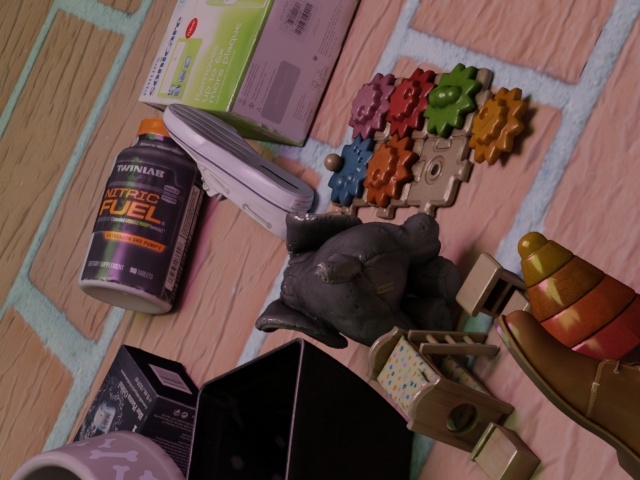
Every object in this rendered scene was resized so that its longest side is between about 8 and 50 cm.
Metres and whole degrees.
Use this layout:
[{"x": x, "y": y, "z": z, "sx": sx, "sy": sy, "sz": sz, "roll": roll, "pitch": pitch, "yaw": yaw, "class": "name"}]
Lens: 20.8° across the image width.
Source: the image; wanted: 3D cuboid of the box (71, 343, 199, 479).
[{"x": -0.218, "y": 0.236, "z": 2.130, "sx": 0.158, "sy": 0.093, "sz": 0.156, "roll": -63, "pitch": 29, "yaw": 9, "class": "box"}]

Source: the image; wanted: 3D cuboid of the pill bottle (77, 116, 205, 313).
[{"x": -0.227, "y": -0.036, "z": 2.299, "sx": 0.130, "sy": 0.130, "sz": 0.246, "roll": -11, "pitch": 61, "yaw": 56, "class": "pill bottle"}]

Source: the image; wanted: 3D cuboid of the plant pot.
[{"x": -0.016, "y": 0.231, "z": 1.725, "sx": 0.188, "sy": 0.167, "sz": 0.187, "roll": -28, "pitch": 47, "yaw": 47, "class": "plant pot"}]

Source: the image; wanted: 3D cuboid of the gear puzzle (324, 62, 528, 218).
[{"x": 0.108, "y": -0.112, "z": 1.888, "sx": 0.339, "sy": 0.044, "sz": 0.176, "roll": 2, "pitch": 71, "yaw": 59, "class": "gear puzzle"}]

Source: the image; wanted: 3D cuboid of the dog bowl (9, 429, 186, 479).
[{"x": -0.264, "y": 0.391, "z": 1.978, "sx": 0.348, "sy": 0.102, "sz": 0.349, "roll": -2, "pitch": 87, "yaw": 49, "class": "dog bowl"}]

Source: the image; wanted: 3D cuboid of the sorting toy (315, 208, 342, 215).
[{"x": 0.000, "y": 0.000, "z": 2.012, "sx": 0.083, "sy": 0.012, "sz": 0.062, "roll": -13, "pitch": 73, "yaw": 54, "class": "sorting toy"}]

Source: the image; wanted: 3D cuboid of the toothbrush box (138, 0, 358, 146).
[{"x": -0.097, "y": -0.244, "z": 2.243, "sx": 0.283, "sy": 0.122, "sz": 0.206, "roll": 15, "pitch": 82, "yaw": 62, "class": "toothbrush box"}]

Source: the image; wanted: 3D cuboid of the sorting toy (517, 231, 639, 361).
[{"x": 0.283, "y": -0.004, "z": 1.396, "sx": 0.365, "sy": 0.126, "sz": 0.127, "roll": -35, "pitch": 2, "yaw": 44, "class": "sorting toy"}]

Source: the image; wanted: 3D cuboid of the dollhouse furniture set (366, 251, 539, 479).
[{"x": 0.145, "y": 0.111, "z": 1.610, "sx": 0.161, "sy": 0.101, "sz": 0.182, "roll": -61, "pitch": 30, "yaw": 11, "class": "dollhouse furniture set"}]

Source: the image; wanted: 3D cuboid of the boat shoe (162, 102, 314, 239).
[{"x": -0.113, "y": -0.081, "z": 2.103, "sx": 0.226, "sy": 0.083, "sz": 0.076, "roll": 37, "pitch": 115, "yaw": 24, "class": "boat shoe"}]

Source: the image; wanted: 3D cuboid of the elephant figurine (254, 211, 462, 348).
[{"x": 0.011, "y": 0.051, "z": 1.786, "sx": 0.239, "sy": 0.186, "sz": 0.169, "roll": 2, "pitch": 36, "yaw": 46, "class": "elephant figurine"}]

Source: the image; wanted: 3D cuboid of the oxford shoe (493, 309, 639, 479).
[{"x": 0.231, "y": 0.118, "z": 1.391, "sx": 0.076, "sy": 0.212, "sz": 0.076, "roll": -50, "pitch": 1, "yaw": 16, "class": "oxford shoe"}]
